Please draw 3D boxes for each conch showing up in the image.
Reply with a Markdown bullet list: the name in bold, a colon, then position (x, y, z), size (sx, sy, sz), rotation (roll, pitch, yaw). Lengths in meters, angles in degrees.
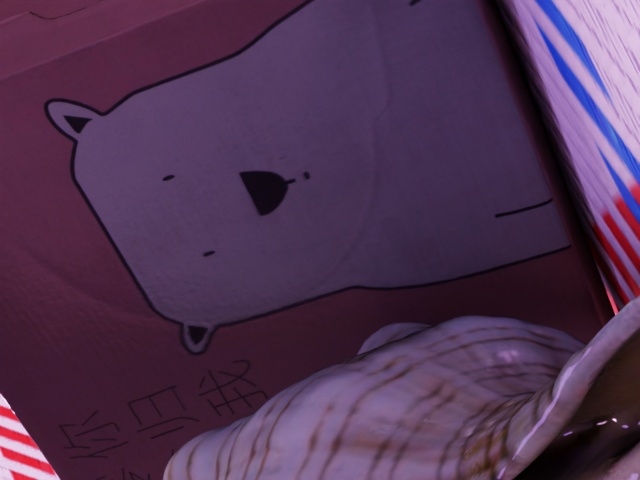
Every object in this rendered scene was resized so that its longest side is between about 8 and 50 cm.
- **conch**: position (0.051, 0.090, 0.568), size (0.386, 0.203, 0.170), rotation (94, 176, -47)

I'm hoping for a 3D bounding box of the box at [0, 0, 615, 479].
- **box**: position (-0.025, -0.014, 0.643), size (0.086, 0.215, 0.215), rotation (-96, -17, -52)
